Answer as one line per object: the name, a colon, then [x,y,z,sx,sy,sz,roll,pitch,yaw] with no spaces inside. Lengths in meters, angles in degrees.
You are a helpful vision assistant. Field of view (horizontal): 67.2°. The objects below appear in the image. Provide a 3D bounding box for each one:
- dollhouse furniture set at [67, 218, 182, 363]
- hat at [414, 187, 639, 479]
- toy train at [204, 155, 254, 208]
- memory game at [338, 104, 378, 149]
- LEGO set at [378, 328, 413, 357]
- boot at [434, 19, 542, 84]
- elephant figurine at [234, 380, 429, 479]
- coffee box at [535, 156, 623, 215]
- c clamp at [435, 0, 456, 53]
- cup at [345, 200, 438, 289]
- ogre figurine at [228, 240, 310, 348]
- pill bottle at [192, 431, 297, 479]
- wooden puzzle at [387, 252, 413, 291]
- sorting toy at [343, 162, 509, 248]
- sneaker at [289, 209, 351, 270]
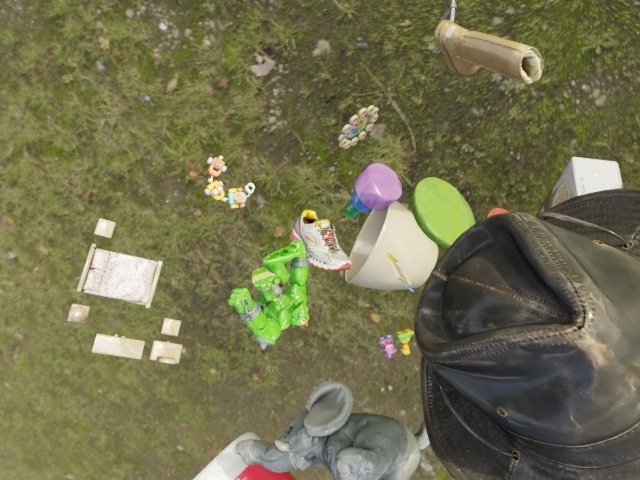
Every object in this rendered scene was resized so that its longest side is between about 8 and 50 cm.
dollhouse furniture set: [-0.491,0.135,1.306,0.304,0.355,0.174,16,164,-22]
hat: [0.167,0.058,0.366,0.134,0.331,0.331,36,131,-24]
toy train: [-0.269,-0.168,1.413,0.166,0.125,0.046,34,163,-26]
memory game: [0.132,-0.388,1.662,0.012,0.186,0.186,48,129,17]
LEGO set: [0.321,0.407,1.886,0.087,0.227,0.093,-21,82,64]
boot: [0.442,-0.458,1.241,0.269,0.236,0.089,40,109,37]
elephant figurine: [0.016,0.306,0.741,0.239,0.186,0.169,22,100,47]
coffee box: [0.571,-0.050,1.086,0.098,0.141,0.246,8,150,6]
c clamp: [0.378,-0.642,1.427,0.022,0.160,0.137,15,167,-15]
cup: [0.263,0.042,1.676,0.237,0.331,0.331,25,127,-7]
ogre figurine: [-0.069,0.088,0.788,0.097,0.197,0.118,-6,114,11]
pill bottle: [-0.081,0.592,0.911,0.408,0.229,0.229,44,128,13]
wooden puzzle: [0.224,0.091,1.366,0.014,0.116,0.079,-39,130,20]
sorting toy: [0.193,-0.015,0.821,0.366,0.127,0.126,19,144,-24]
sneaker: [0.000,0.000,1.184,0.225,0.088,0.092,43,121,42]
